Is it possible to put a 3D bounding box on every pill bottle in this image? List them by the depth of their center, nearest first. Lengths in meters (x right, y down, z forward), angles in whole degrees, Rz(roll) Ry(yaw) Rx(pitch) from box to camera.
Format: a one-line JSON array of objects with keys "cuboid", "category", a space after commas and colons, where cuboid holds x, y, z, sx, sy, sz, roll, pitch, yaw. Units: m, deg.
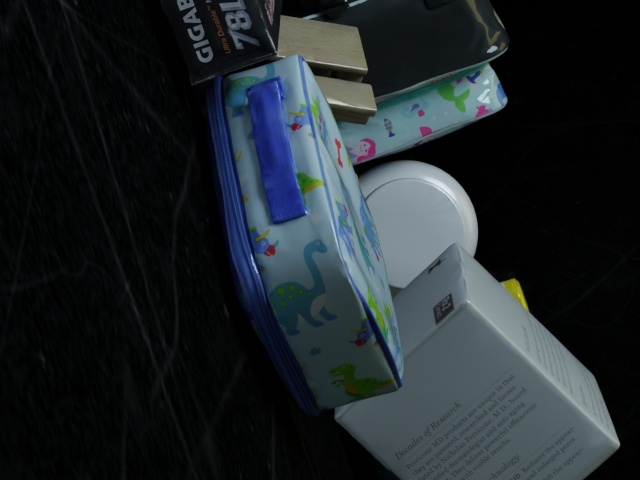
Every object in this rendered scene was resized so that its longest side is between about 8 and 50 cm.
[{"cuboid": [0.079, -0.009, 1.810, 0.245, 0.136, 0.136, -108, 180, -89], "category": "pill bottle"}]

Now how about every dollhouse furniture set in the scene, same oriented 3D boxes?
[{"cuboid": [-0.039, -0.086, 1.596, 0.144, 0.123, 0.151, -102, -154, -44], "category": "dollhouse furniture set"}]

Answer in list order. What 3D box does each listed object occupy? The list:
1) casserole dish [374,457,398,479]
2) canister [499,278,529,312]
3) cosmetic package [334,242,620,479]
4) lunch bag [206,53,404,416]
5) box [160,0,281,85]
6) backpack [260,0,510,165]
[{"cuboid": [0.086, 0.247, 1.728, 0.114, 0.037, 0.188, -98, 169, -60], "category": "casserole dish"}, {"cuboid": [0.119, 0.094, 1.819, 0.126, 0.170, 0.073, 39, 33, -79], "category": "canister"}, {"cuboid": [0.125, 0.131, 1.580, 0.184, 0.151, 0.151, 44, 13, -12], "category": "cosmetic package"}, {"cuboid": [-0.014, -0.008, 1.289, 0.176, 0.090, 0.219, 67, 8, -49], "category": "lunch bag"}, {"cuboid": [-0.105, -0.281, 1.345, 0.295, 0.073, 0.293, -89, 161, -73], "category": "box"}, {"cuboid": [0.053, -0.183, 1.790, 0.253, 0.225, 0.191, -127, -162, -70], "category": "backpack"}]
